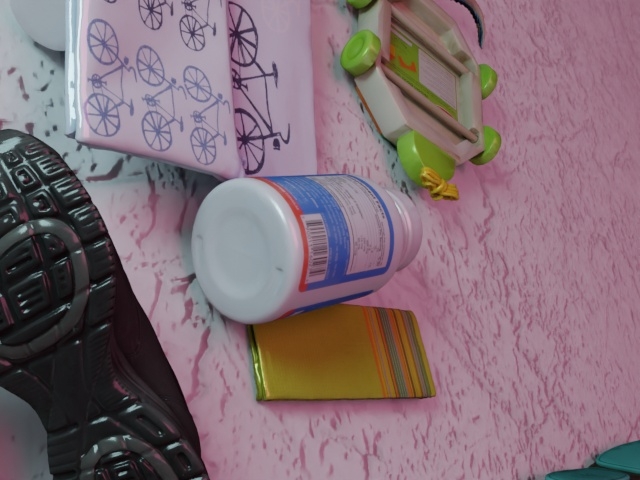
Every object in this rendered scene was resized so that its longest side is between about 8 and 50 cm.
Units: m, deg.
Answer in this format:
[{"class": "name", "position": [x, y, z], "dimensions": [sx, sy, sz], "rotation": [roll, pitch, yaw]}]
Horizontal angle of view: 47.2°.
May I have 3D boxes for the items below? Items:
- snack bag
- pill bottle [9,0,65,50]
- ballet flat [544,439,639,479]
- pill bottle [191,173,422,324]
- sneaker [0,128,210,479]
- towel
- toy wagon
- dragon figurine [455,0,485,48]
[{"class": "snack bag", "position": [-0.090, -0.202, 0.672], "dimensions": [0.342, 0.037, 0.323], "rotation": [14, 70, -57]}, {"class": "pill bottle", "position": [-0.192, -0.231, 0.632], "dimensions": [0.087, 0.087, 0.160], "rotation": [45, 44, -20]}, {"class": "ballet flat", "position": [0.388, 0.338, 0.936], "dimensions": [0.342, 0.116, 0.124], "rotation": [2, 89, -45]}, {"class": "pill bottle", "position": [0.000, 0.000, 0.681], "dimensions": [0.221, 0.124, 0.124], "rotation": [-7, 75, -52]}, {"class": "sneaker", "position": [-0.159, 0.067, 0.484], "dimensions": [0.109, 0.130, 0.286], "rotation": [-20, 101, -6]}, {"class": "towel", "position": [0.025, 0.111, 0.734], "dimensions": [0.237, 0.021, 0.102], "rotation": [10, 57, -42]}, {"class": "toy wagon", "position": [0.134, -0.195, 0.971], "dimensions": [0.267, 0.068, 0.344], "rotation": [28, 52, -34]}, {"class": "dragon figurine", "position": [0.142, -0.391, 1.066], "dimensions": [0.289, 0.144, 0.085], "rotation": [47, 38, -47]}]
